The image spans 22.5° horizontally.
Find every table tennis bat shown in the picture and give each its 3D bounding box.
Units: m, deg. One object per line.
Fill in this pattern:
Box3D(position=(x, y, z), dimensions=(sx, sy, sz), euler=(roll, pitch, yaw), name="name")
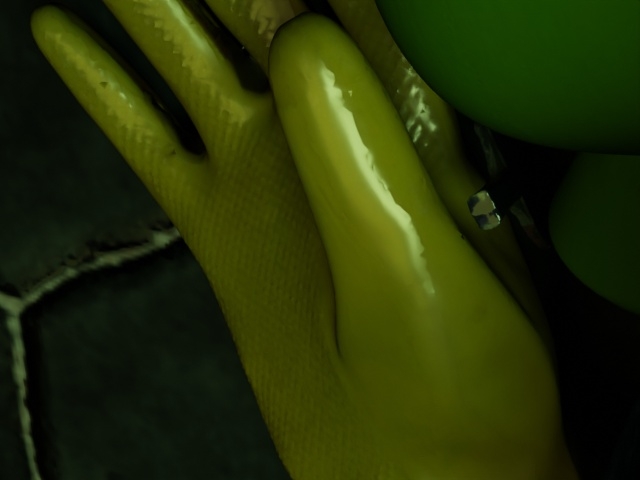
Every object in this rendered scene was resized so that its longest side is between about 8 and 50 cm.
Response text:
Box3D(position=(0.055, -0.018, 0.462), dimensions=(0.007, 0.083, 0.050), euler=(-24, 96, 22), name="table tennis bat")

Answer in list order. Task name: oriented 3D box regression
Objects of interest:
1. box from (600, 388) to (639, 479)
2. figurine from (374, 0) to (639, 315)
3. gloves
Box3D(position=(0.205, 0.053, 0.311), dimensions=(0.262, 0.116, 0.279), euler=(11, 141, 3), name="box")
Box3D(position=(0.098, -0.059, 0.387), dimensions=(0.162, 0.143, 0.263), euler=(2, 130, 34), name="figurine")
Box3D(position=(-0.001, 0.001, 0.501), dimensions=(0.133, 0.116, 0.294), euler=(-26, 97, 30), name="gloves")
